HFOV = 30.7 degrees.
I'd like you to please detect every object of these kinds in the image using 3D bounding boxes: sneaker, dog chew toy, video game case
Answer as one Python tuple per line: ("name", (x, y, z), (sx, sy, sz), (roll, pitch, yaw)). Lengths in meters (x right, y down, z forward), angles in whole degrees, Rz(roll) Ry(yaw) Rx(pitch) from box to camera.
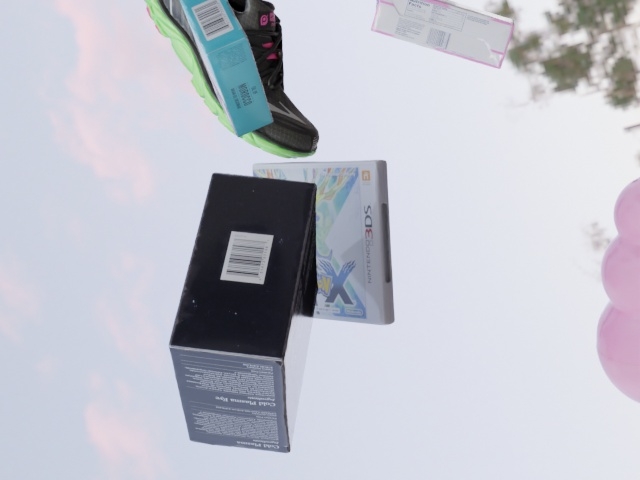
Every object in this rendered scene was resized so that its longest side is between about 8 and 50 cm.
("sneaker", (-0.152, -0.365, 2.275), (0.482, 0.202, 0.185), (53, -158, -4))
("dog chew toy", (0.477, 0.061, 1.607), (0.206, 0.207, 0.331), (-35, -60, -59))
("video game case", (0.000, 0.000, 2.200), (0.036, 0.329, 0.299), (-9, -82, -45))

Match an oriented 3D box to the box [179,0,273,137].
("box", (-0.128, -0.247, 1.631), (0.244, 0.060, 0.100), (74, 170, -68))

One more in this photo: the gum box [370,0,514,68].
("gum box", (0.159, -0.289, 1.555), (0.107, 0.188, 0.062), (-60, -13, -73))

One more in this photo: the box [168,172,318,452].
("box", (-0.114, 0.122, 1.912), (0.312, 0.179, 0.343), (88, -170, -53))
